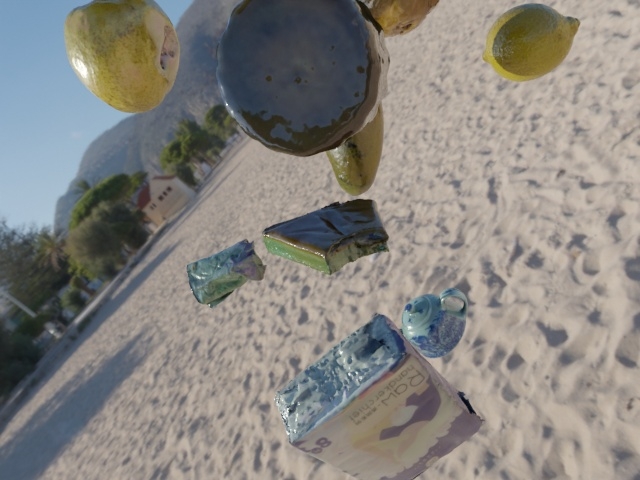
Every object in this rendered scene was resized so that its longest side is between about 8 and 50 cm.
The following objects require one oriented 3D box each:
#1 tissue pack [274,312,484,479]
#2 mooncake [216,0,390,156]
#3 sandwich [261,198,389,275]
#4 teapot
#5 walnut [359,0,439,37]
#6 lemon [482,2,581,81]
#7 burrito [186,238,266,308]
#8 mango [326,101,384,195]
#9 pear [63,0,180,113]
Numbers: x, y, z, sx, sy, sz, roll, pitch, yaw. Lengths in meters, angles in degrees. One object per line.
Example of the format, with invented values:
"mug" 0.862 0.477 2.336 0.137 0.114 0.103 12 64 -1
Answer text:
"tissue pack" 0.112 0.300 0.894 0.242 0.344 0.125 -39 41 6
"mooncake" -0.026 -0.291 0.875 0.290 0.290 0.161 -40 1 25
"sandwich" 0.000 0.000 0.953 0.244 0.063 0.212 -17 21 6
"teapot" 0.264 0.194 1.256 0.232 0.159 0.159 -39 17 31
"walnut" 0.167 -0.550 1.121 0.195 0.195 0.221 -51 4 -16
"lemon" 0.522 -0.499 1.287 0.244 0.187 0.187 -2 44 43
"burrito" -0.259 0.081 1.386 0.228 0.144 0.089 -29 -19 23
"mango" 0.072 -0.278 1.286 0.175 0.330 0.176 -6 2 2
"pear" -0.454 -0.438 1.192 0.271 0.271 0.271 -43 15 14
